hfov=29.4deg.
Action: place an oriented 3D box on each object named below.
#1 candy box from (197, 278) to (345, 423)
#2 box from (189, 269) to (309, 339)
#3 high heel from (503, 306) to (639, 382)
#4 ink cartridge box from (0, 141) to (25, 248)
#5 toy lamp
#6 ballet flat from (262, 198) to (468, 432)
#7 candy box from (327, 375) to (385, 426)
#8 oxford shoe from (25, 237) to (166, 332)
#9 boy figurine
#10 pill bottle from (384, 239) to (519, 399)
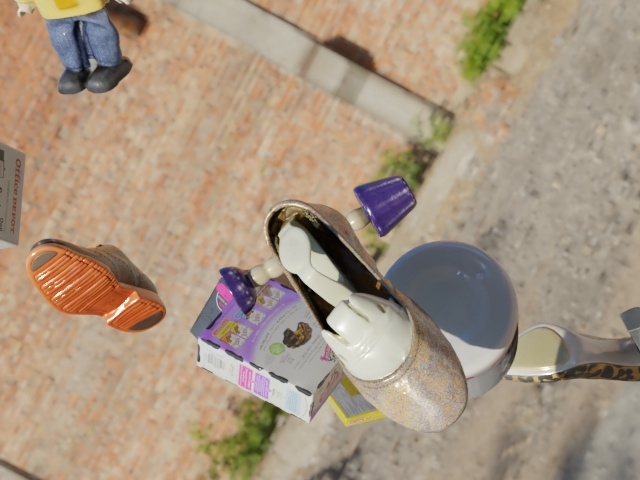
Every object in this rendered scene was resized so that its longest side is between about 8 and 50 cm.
[{"bbox_3d":[-0.056,0.154,1.796,0.165,0.196,0.070,-49,-24,-41],"label":"candy box"},{"bbox_3d":[-0.071,0.152,2.186,0.270,0.165,0.143,-1,-53,-55],"label":"box"},{"bbox_3d":[0.391,0.195,1.848,0.186,0.261,0.093,53,-156,-50],"label":"high heel"},{"bbox_3d":[-0.521,-0.080,1.749,0.208,0.087,0.153,28,-120,-65],"label":"ink cartridge box"},{"bbox_3d":[0.000,0.000,1.620,0.275,0.080,0.080,-31,2,-2],"label":"toy lamp"},{"bbox_3d":[0.028,0.068,1.226,0.107,0.106,0.316,-48,50,9],"label":"ballet flat"},{"bbox_3d":[0.057,0.318,2.601,0.206,0.105,0.027,-131,35,-51],"label":"candy box"},{"bbox_3d":[-0.440,0.065,2.323,0.130,0.132,0.364,-32,-33,11],"label":"oxford shoe"},{"bbox_3d":[-0.328,-0.331,1.584,0.092,0.177,0.285,-65,-29,-44],"label":"boy figurine"},{"bbox_3d":[0.158,0.109,1.476,0.160,0.160,0.283,-63,-14,-10],"label":"pill bottle"}]
